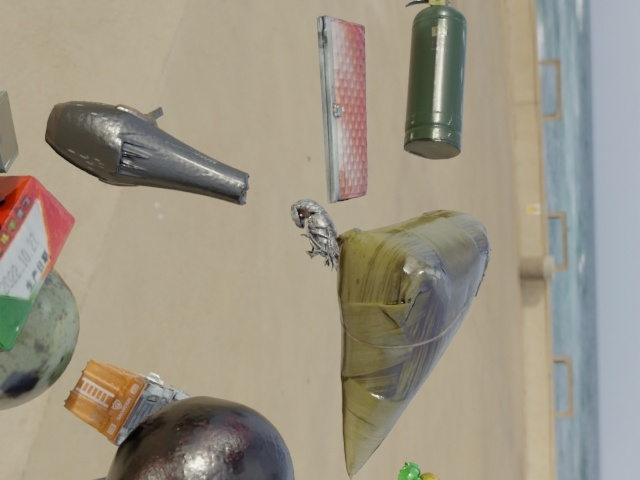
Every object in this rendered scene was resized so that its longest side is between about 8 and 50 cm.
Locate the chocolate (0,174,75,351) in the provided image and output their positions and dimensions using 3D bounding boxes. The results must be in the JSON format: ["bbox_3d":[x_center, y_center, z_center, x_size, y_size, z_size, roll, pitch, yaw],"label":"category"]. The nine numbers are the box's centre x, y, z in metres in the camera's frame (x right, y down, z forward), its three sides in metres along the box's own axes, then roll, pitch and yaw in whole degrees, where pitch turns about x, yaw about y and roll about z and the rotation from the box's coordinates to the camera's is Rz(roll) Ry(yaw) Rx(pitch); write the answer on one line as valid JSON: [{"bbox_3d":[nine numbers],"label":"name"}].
[{"bbox_3d":[-0.699,0.032,1.523,0.161,0.360,0.341,79,16,-44],"label":"chocolate"}]

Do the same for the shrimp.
[{"bbox_3d":[0.000,0.000,1.398,0.056,0.065,0.165,66,2,-71],"label":"shrimp"}]

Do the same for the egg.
[{"bbox_3d":[-0.717,0.205,1.784,0.345,0.428,0.345,23,45,-25],"label":"egg"}]

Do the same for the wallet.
[{"bbox_3d":[0.028,-0.143,0.900,0.103,0.020,0.197,-16,105,-65],"label":"wallet"}]

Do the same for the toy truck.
[{"bbox_3d":[-0.487,0.411,2.068,0.173,0.206,0.387,-62,169,-11],"label":"toy truck"}]

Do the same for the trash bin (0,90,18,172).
[{"bbox_3d":[-0.672,-0.178,1.426,0.164,0.240,0.122,-122,-155,-66],"label":"trash bin"}]

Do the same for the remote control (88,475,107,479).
[{"bbox_3d":[-0.463,0.637,1.816,0.103,0.331,0.221,98,-21,-62],"label":"remote control"}]

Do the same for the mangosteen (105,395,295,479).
[{"bbox_3d":[-0.156,0.375,1.180,0.297,0.313,0.297,-31,126,-55],"label":"mangosteen"}]

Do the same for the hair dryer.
[{"bbox_3d":[-0.251,-0.166,1.304,0.359,0.303,0.120,-94,-159,-69],"label":"hair dryer"}]

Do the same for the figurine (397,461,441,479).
[{"bbox_3d":[0.149,0.395,1.141,0.115,0.095,0.156,-38,88,-31],"label":"figurine"}]

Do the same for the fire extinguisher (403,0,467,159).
[{"bbox_3d":[0.189,-0.294,1.365,0.095,0.114,0.311,82,14,-74],"label":"fire extinguisher"}]

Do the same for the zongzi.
[{"bbox_3d":[0.115,0.119,1.040,0.273,0.145,0.300,-16,116,-55],"label":"zongzi"}]
